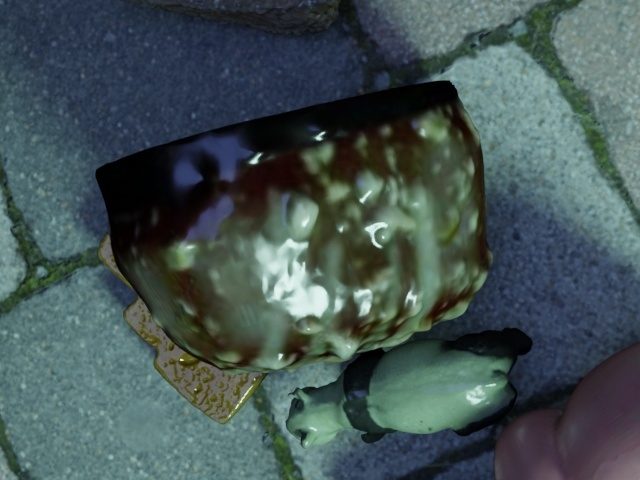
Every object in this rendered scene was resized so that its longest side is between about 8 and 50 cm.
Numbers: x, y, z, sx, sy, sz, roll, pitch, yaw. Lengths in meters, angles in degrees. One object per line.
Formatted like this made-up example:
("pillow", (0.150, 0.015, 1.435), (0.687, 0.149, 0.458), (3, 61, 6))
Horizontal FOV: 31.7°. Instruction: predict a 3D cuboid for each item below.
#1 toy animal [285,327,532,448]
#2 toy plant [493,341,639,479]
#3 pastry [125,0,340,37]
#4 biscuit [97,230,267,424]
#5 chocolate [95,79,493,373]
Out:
("toy animal", (0.073, 0.135, 0.989), (0.225, 0.121, 0.093), (-9, 85, 22))
("toy plant", (0.229, 0.262, 0.917), (0.317, 0.210, 0.356), (46, 111, 9))
("pastry", (-0.096, -0.254, 1.056), (0.265, 0.112, 0.102), (12, 81, 2))
("biscuit", (-0.104, 0.056, 1.082), (0.212, 0.041, 0.238), (-7, 87, 7))
("chocolate", (0.000, 0.000, 0.942), (0.340, 0.225, 0.210), (-16, 94, -28))
